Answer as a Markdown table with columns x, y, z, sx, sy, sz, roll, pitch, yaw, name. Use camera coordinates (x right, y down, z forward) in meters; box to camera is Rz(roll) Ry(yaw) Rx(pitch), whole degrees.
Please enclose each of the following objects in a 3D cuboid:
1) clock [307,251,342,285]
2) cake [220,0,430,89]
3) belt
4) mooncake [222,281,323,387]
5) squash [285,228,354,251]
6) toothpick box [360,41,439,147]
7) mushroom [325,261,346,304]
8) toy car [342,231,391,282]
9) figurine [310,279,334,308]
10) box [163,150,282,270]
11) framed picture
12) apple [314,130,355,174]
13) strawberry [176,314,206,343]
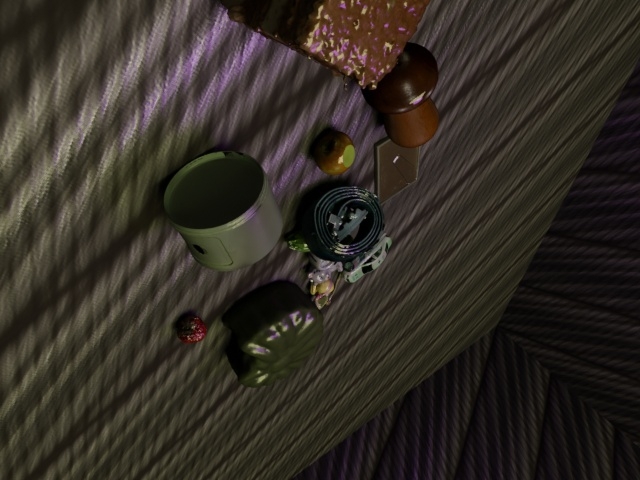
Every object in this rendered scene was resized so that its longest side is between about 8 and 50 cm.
| x | y | z | sx | sy | sz | roll | pitch | yaw | name |
| --- | --- | --- | --- | --- | --- | --- | --- | --- | --- |
| 0.001 | 0.076 | 1.579 | 0.117 | 0.080 | 0.176 | -39 | 147 | -12 | clock |
| 0.017 | -0.450 | 0.847 | 0.255 | 0.290 | 0.282 | 6 | 120 | -52 | cake |
| 0.072 | -0.053 | 1.415 | 0.267 | 0.206 | 0.116 | -31 | -177 | -30 | belt |
| -0.148 | 0.310 | 1.573 | 0.351 | 0.187 | 0.351 | -28 | 141 | -26 | mooncake |
| 0.000 | 0.000 | 1.470 | 0.219 | 0.077 | 0.068 | -1 | 158 | -23 | squash |
| 0.218 | -0.370 | 1.260 | 0.192 | 0.192 | 0.294 | -46 | 154 | 0 | toothpick box |
| 0.070 | 0.126 | 1.768 | 0.026 | 0.028 | 0.286 | 18 | 118 | -8 | mushroom |
| 0.172 | 0.068 | 1.750 | 0.224 | 0.076 | 0.090 | -47 | 153 | -10 | toy car |
| -0.014 | 0.197 | 1.704 | 0.083 | 0.083 | 0.187 | -4 | 130 | -46 | figurine |
| -0.210 | -0.066 | 1.062 | 0.226 | 0.226 | 0.149 | -36 | 145 | -15 | box |
| 0.250 | -0.247 | 1.570 | 0.192 | 0.018 | 0.265 | -33 | 144 | -20 | framed picture |
| 0.038 | -0.229 | 1.281 | 0.102 | 0.099 | 0.114 | 28 | 79 | -57 | apple |
| -0.360 | 0.252 | 1.376 | 0.083 | 0.083 | 0.096 | -53 | 153 | 11 | strawberry |
